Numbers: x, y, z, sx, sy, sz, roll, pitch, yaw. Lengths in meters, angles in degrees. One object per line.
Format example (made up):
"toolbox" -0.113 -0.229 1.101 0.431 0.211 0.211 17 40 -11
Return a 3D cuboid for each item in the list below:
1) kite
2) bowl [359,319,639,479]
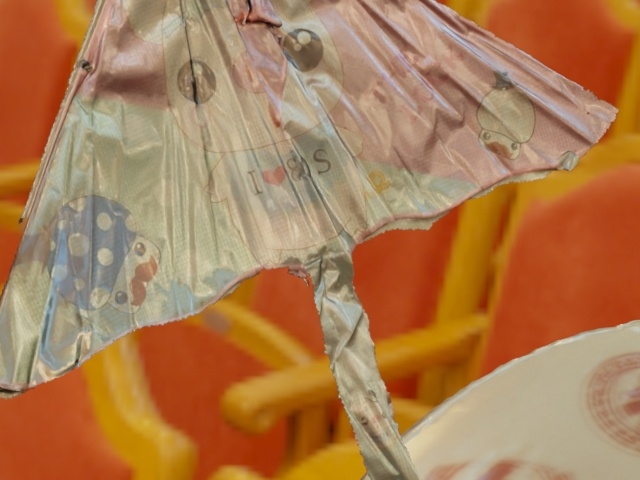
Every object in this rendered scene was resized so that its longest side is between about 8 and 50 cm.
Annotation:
"kite" 0.000 0.000 0.346 0.139 0.156 0.011 -20 3 -22
"bowl" 0.158 0.210 0.759 0.337 0.337 0.157 -6 13 -22
